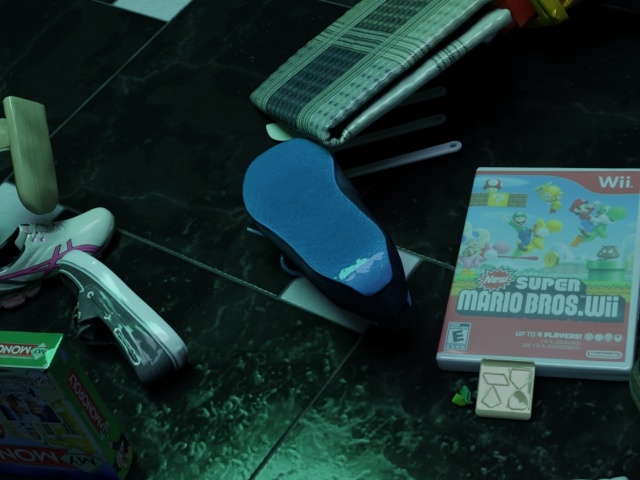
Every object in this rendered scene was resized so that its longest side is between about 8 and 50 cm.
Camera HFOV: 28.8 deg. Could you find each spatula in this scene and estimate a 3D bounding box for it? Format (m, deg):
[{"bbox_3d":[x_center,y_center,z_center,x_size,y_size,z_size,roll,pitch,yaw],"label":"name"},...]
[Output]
[{"bbox_3d":[0.054,-0.123,1.585,0.242,0.019,0.168,-13,40,4],"label":"spatula"}]

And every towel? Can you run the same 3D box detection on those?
[{"bbox_3d":[0.081,-0.243,1.569,0.324,0.056,0.312,-40,23,-6],"label":"towel"}]

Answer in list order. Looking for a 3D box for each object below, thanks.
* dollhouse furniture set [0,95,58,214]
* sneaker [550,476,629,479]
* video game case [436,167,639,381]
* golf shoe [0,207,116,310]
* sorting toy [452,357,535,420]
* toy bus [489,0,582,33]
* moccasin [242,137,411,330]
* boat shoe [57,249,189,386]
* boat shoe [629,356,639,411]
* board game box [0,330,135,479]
[{"bbox_3d":[-0.553,-0.019,1.430,0.362,0.394,0.257,-14,81,21],"label":"dollhouse furniture set"},{"bbox_3d":[0.186,0.334,1.068,0.152,0.114,0.305,0,41,29],"label":"sneaker"},{"bbox_3d":[0.251,0.028,1.375,0.204,0.025,0.285,2,49,19],"label":"video game case"},{"bbox_3d":[-0.337,0.009,1.533,0.186,0.086,0.067,-34,47,-16],"label":"golf shoe"},{"bbox_3d":[0.178,0.152,1.281,0.083,0.012,0.062,2,72,19],"label":"sorting toy"},{"bbox_3d":[0.287,-0.340,1.588,0.211,0.149,0.220,-44,24,-17],"label":"toy bus"},{"bbox_3d":[0.000,0.000,1.412,0.137,0.117,0.342,-31,34,2],"label":"moccasin"},{"bbox_3d":[-0.247,0.093,1.439,0.076,0.080,0.228,-39,57,-21],"label":"boat shoe"},{"bbox_3d":[0.461,0.070,1.196,0.355,0.130,0.132,-22,46,-3],"label":"boat shoe"},{"bbox_3d":[-0.377,0.171,1.305,0.317,0.213,0.046,1,48,18],"label":"board game box"}]
